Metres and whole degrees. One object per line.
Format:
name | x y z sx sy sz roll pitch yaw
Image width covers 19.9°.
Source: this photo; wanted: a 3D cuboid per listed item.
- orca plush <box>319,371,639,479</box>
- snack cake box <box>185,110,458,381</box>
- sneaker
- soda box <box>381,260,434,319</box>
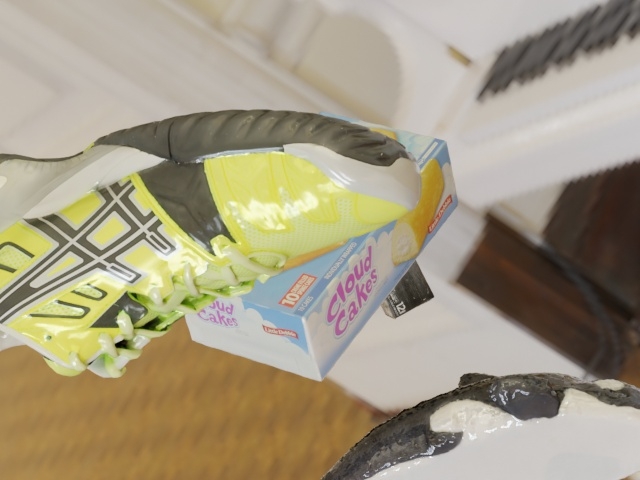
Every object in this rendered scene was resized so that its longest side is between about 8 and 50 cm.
orca plush | 0.118 0.153 1.397 0.287 0.151 0.102 -26 32 13
snack cake box | 0.000 0.000 1.747 0.152 0.089 0.264 16 50 30
sneaker | -0.112 0.012 1.164 0.384 0.145 0.147 -11 75 24
soda box | 0.071 0.006 2.188 0.060 0.169 0.053 -28 8 -10
